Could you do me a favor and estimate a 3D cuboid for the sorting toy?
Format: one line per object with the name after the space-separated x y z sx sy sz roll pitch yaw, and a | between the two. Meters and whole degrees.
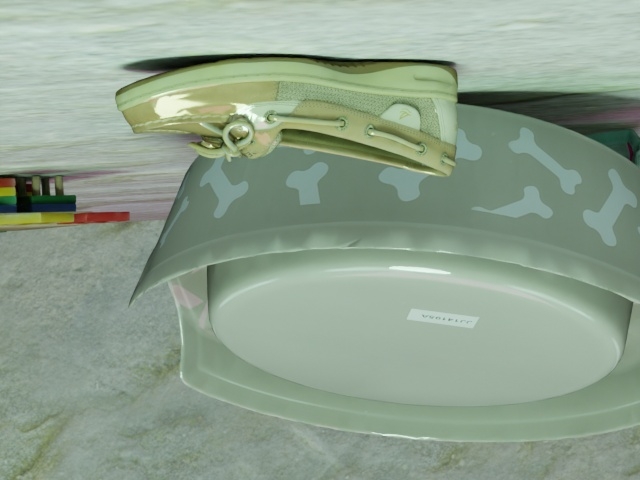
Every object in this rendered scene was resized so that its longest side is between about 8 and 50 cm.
-0.290 -0.032 1.130 0.132 0.046 0.274 -3 180 -42 | sorting toy

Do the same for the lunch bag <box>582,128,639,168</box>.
0.135 0.039 1.014 0.262 0.160 0.223 -5 136 16 | lunch bag

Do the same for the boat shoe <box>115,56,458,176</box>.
-0.010 -0.049 0.528 0.153 0.048 0.056 -3 180 -29 | boat shoe

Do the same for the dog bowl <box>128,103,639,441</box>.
0.059 0.031 0.774 0.348 0.102 0.349 5 157 2 | dog bowl
